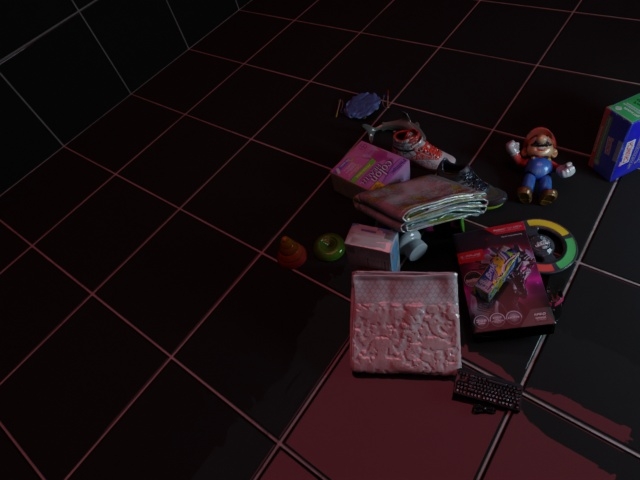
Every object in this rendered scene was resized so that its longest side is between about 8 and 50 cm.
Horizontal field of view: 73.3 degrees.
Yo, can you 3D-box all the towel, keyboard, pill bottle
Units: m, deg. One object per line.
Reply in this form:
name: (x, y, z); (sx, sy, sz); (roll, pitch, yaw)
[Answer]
towel: (0.325, -0.136, 1.454); (0.321, 0.090, 0.374); (-13, 20, -15)
keyboard: (0.470, 0.436, 1.215); (0.180, 0.023, 0.108); (12, 76, 15)
pill bottle: (0.292, -0.018, 1.555); (0.108, 0.108, 0.193); (-32, 54, -10)
towel: (0.254, 0.249, 1.308); (0.332, 0.053, 0.316); (-1, 88, 12)

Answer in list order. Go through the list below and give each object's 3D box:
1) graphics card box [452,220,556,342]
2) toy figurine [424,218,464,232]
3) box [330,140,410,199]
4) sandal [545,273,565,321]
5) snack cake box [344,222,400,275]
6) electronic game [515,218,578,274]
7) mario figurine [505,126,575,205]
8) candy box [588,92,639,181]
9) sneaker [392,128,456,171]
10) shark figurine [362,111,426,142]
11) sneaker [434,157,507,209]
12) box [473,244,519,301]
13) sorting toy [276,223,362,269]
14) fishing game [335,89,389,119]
graphics card box: (0.569, 0.126, 1.370); (0.233, 0.094, 0.370); (-10, 55, 17)
toy figurine: (0.441, -0.089, 1.584); (0.159, 0.130, 0.173); (-5, 31, 21)
box: (0.203, -0.264, 1.751); (0.243, 0.117, 0.213); (32, 66, 30)
sandal: (0.732, 0.174, 1.353); (0.067, 0.040, 0.179); (15, 59, 23)
snack cake box: (0.179, 0.068, 1.419); (0.152, 0.264, 0.089); (12, 56, 20)
electronic game: (0.744, 0.018, 1.461); (0.230, 0.048, 0.229); (-6, 53, 8)
mario figurine: (0.808, -0.301, 1.599); (0.198, 0.170, 0.320); (22, 64, -13)
candy box: (1.153, -0.396, 1.531); (0.318, 0.268, 0.122); (-25, 49, -6)
sneaker: (0.421, -0.373, 1.762); (0.270, 0.145, 0.090); (17, 60, 23)
shark figurine: (0.339, -0.519, 1.912); (0.279, 0.116, 0.166); (11, 56, 18)
sneaker: (0.560, -0.216, 1.629); (0.300, 0.121, 0.111); (30, 66, 30)
box: (0.534, 0.100, 1.304); (0.054, 0.059, 0.169); (33, 75, 35)
sorting toy: (0.000, 0.000, 1.600); (0.366, 0.126, 0.127); (-12, 52, 5)
fishing game: (0.205, -0.647, 2.083); (0.264, 0.041, 0.189); (-7, 52, 18)
